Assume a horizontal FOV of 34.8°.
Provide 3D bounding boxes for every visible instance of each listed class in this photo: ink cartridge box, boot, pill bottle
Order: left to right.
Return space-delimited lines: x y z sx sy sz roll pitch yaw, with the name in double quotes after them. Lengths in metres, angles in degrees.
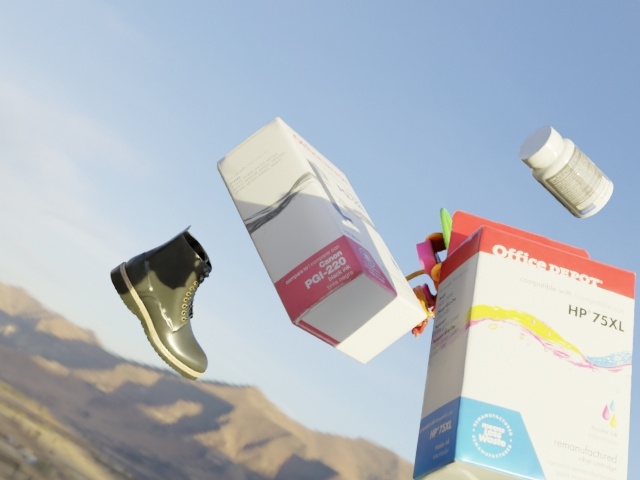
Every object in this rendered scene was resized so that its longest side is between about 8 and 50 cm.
-0.187 0.090 1.439 0.198 0.137 0.077 54 14 -14 "boot"
0.000 0.000 1.056 0.158 0.092 0.218 36 20 -54 "ink cartridge box"
0.158 0.079 0.772 0.134 0.231 0.078 17 -27 -11 "ink cartridge box"
0.362 -0.103 1.515 0.137 0.078 0.078 40 -16 -20 "pill bottle"

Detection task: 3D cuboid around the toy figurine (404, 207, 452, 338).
0.095 0.064 1.159 0.159 0.130 0.173 -20 -46 12 "toy figurine"
